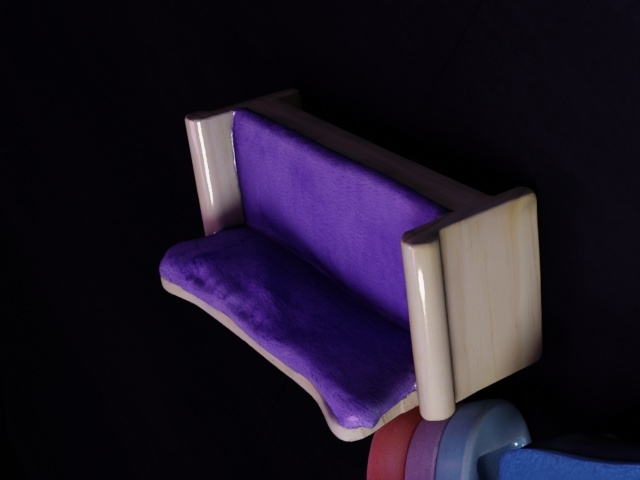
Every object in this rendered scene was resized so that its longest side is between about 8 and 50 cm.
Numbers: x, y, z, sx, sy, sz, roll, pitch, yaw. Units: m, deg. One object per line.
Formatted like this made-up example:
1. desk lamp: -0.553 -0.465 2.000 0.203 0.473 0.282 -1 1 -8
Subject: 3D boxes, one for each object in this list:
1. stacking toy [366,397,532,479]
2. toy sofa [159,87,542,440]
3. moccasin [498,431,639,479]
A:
1. stacking toy: 0.114 0.289 0.841 0.130 0.309 0.279 -4 130 33
2. toy sofa: 0.000 0.000 0.914 0.362 0.177 0.150 32 136 52
3. moccasin: 0.238 0.164 0.659 0.342 0.116 0.138 -165 70 -64
